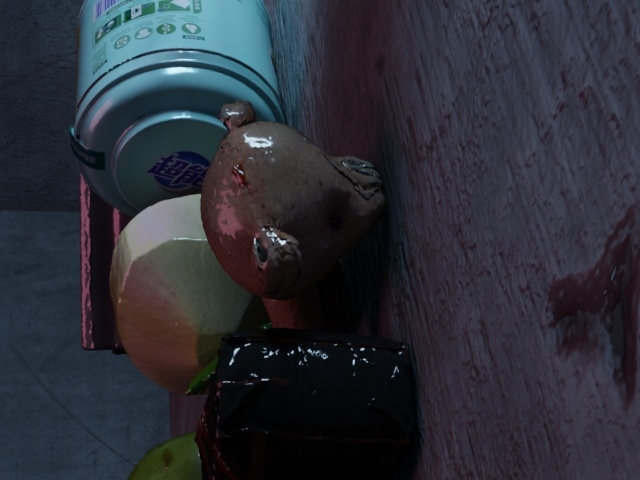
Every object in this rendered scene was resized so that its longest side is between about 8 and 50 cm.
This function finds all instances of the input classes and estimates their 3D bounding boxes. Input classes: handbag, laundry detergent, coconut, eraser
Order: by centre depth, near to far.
[{"bbox_3d":[-0.023,0.163,1.055,0.215,0.169,0.155,108,160,-59],"label":"handbag"},{"bbox_3d":[-0.142,0.069,1.524,0.259,0.259,0.259,-179,90,-79],"label":"coconut"},{"bbox_3d":[-0.195,-0.192,1.664,0.305,0.287,0.287,-100,15,-45],"label":"laundry detergent"},{"bbox_3d":[-0.244,-0.006,1.939,0.122,0.272,0.359,-151,60,-84],"label":"eraser"}]

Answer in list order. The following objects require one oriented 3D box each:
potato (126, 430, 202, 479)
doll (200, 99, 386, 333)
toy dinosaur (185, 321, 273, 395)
[{"bbox_3d":[-0.088,0.333,1.220,0.216,0.216,0.304,-135,21,-75],"label":"potato"},{"bbox_3d":[0.000,0.000,1.142,0.303,0.156,0.201,52,-159,-60],"label":"doll"},{"bbox_3d":[-0.040,0.188,1.367,0.177,0.152,0.194,53,-178,-6],"label":"toy dinosaur"}]
